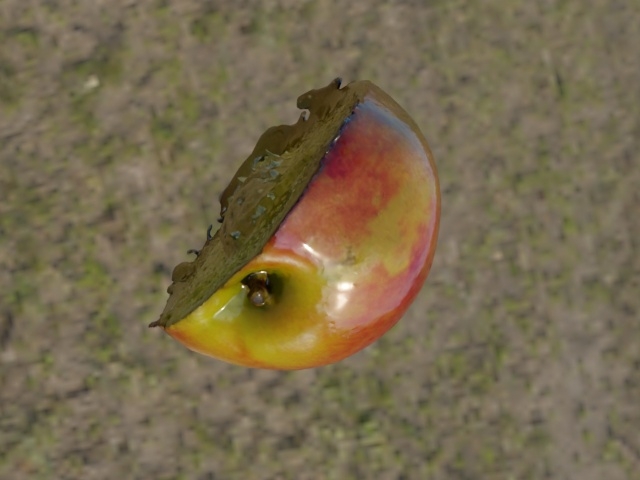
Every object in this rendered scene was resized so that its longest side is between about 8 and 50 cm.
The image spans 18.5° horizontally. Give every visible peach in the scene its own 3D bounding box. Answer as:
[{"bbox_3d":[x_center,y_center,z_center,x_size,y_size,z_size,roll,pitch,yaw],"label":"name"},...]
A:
[{"bbox_3d":[0.000,0.001,0.579,0.061,0.098,0.098,41,44,-11],"label":"peach"}]
